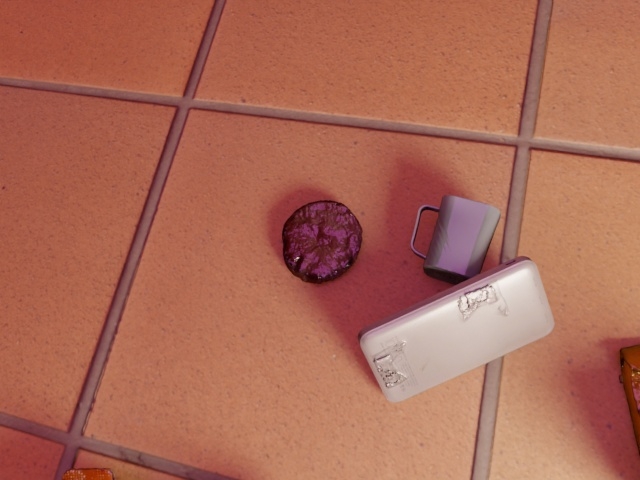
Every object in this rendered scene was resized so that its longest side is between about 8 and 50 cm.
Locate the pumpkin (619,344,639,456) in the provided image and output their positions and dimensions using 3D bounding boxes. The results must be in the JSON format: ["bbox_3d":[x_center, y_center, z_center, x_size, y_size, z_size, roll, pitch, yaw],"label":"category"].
[{"bbox_3d":[0.493,0.253,0.701,0.139,0.190,0.281,-8,70,9],"label":"pumpkin"}]

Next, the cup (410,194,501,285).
[{"bbox_3d":[0.211,-0.004,0.893,0.128,0.095,0.129,17,77,16],"label":"cup"}]

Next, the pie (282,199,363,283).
[{"bbox_3d":[0.000,0.000,0.964,0.154,0.036,0.154,-3,71,10],"label":"pie"}]

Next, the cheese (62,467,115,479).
[{"bbox_3d":[-0.343,0.507,0.815,0.217,0.129,0.329,-5,83,6],"label":"cheese"}]

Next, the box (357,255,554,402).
[{"bbox_3d":[0.207,0.138,0.837,0.285,0.044,0.142,-25,110,2],"label":"box"}]
